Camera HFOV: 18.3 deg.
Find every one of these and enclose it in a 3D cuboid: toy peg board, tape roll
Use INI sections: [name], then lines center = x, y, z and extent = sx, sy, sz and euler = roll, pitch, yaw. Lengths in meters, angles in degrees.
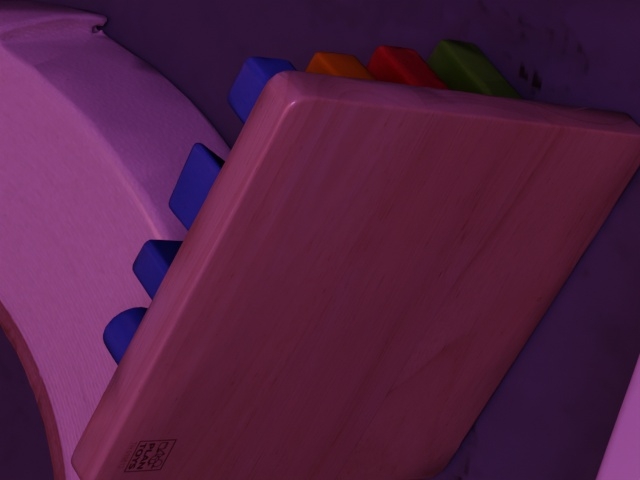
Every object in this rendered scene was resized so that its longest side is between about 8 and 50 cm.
[toy peg board]
center = 0.000, 0.000, 0.680
extent = 0.079, 0.161, 0.161
euler = 52, 125, 38
[tape roll]
center = -0.160, 0.088, 0.863
extent = 0.392, 0.072, 0.392
euler = 8, 102, 37

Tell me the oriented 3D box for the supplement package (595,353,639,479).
[supplement package]
center = 0.161, 0.096, 0.577
extent = 0.139, 0.134, 0.244
euler = 29, 113, 31
